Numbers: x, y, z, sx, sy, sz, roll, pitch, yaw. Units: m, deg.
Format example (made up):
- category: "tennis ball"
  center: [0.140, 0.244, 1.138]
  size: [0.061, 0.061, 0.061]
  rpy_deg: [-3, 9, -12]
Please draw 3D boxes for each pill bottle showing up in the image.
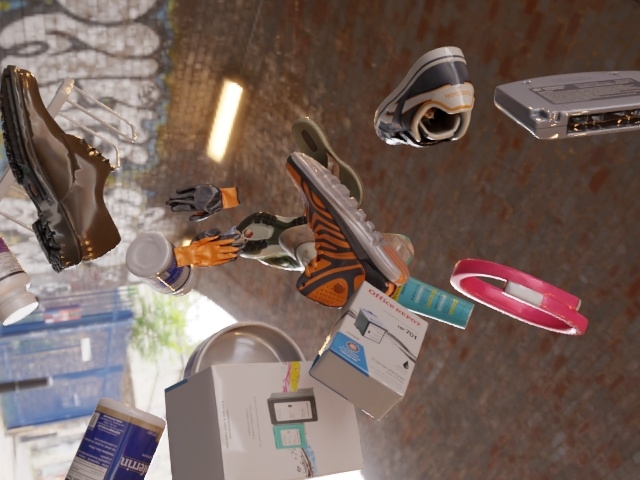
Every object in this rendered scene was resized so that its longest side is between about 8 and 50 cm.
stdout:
- category: "pill bottle"
  center: [-0.434, 0.471, 1.494]
  size: [0.153, 0.153, 0.264]
  rpy_deg: [-30, -143, 67]
- category: "pill bottle"
  center: [-0.369, 0.065, 1.721]
  size: [0.186, 0.112, 0.112]
  rpy_deg: [58, 13, -63]
- category: "pill bottle"
  center: [-0.667, 0.073, 1.491]
  size: [0.193, 0.108, 0.108]
  rpy_deg: [54, -27, 6]

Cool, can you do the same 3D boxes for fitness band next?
- category: "fitness band"
  center: [0.406, 0.116, 1.487]
  size: [0.054, 0.291, 0.209]
  rpy_deg: [-66, -172, -10]

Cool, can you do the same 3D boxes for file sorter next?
- category: "file sorter"
  center: [-0.516, -0.158, 1.472]
  size: [0.277, 0.173, 0.193]
  rpy_deg: [-54, -155, 8]

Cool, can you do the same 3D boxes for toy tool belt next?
- category: "toy tool belt"
  center: [-0.187, -0.008, 1.532]
  size: [0.051, 0.083, 0.052]
  rpy_deg: [42, -31, 11]

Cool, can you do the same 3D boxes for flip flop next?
- category: "flip flop"
  center: [0.009, -0.190, 1.865]
  size: [0.112, 0.080, 0.277]
  rpy_deg: [-30, -86, 34]

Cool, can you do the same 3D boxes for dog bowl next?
- category: "dog bowl"
  center: [-0.162, 0.312, 1.585]
  size: [0.104, 0.265, 0.264]
  rpy_deg: [-30, -112, 61]

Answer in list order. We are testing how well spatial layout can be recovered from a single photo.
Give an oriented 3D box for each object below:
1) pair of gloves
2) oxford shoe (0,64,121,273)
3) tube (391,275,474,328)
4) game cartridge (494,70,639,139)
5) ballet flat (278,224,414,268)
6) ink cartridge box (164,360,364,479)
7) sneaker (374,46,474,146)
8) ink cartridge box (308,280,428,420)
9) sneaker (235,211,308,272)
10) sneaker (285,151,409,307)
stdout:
- category: "pair of gloves"
  center: [-0.114, -0.015, 0.729]
  size: [0.010, 0.074, 0.083]
  rpy_deg: [168, -86, -80]
- category: "oxford shoe"
  center: [-0.279, -0.084, 0.785]
  size: [0.083, 0.096, 0.227]
  rpy_deg: [-21, -90, 59]
- category: "tube"
  center: [0.195, 0.112, 1.425]
  size: [0.052, 0.207, 0.080]
  rpy_deg: [82, 31, -62]
- category: "game cartridge"
  center: [0.474, -0.245, 1.287]
  size: [0.198, 0.298, 0.062]
  rpy_deg: [-115, -160, -64]
- category: "ballet flat"
  center: [0.037, 0.029, 1.534]
  size: [0.106, 0.316, 0.107]
  rpy_deg: [-63, 143, -41]
- category: "ink cartridge box"
  center: [-0.099, 0.324, 1.255]
  size: [0.198, 0.270, 0.197]
  rpy_deg: [-32, -119, 48]
- category: "sneaker"
  center: [0.190, -0.228, 1.376]
  size: [0.321, 0.126, 0.127]
  rpy_deg: [123, -46, -71]
- category: "ink cartridge box"
  center: [0.083, 0.177, 1.197]
  size: [0.082, 0.140, 0.190]
  rpy_deg: [-56, -178, 38]
- category: "sneaker"
  center: [-0.037, 0.026, 1.955]
  size: [0.411, 0.182, 0.158]
  rpy_deg: [11, -113, 35]
- category: "sneaker"
  center: [0.000, 0.000, 1.339]
  size: [0.180, 0.125, 0.321]
  rpy_deg: [-41, -103, 18]
